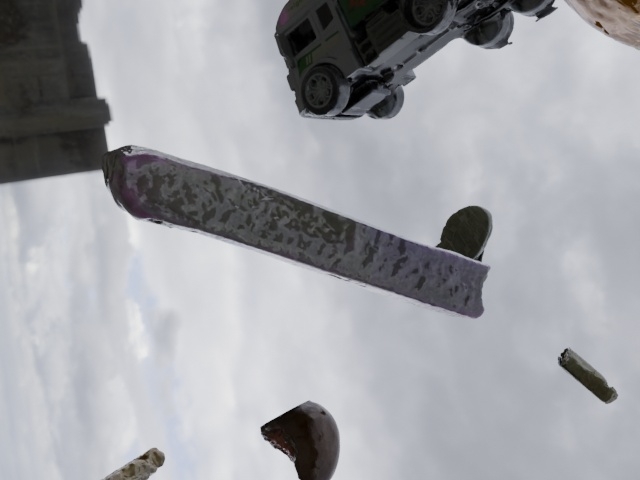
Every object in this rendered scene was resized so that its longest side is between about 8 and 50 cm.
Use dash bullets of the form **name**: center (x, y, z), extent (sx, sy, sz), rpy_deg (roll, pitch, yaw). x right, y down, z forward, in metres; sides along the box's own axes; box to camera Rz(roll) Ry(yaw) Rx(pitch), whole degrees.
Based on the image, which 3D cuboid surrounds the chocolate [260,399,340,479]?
- **chocolate**: center (-0.026, 0.338, 1.222), extent (0.127, 0.124, 0.133), rpy_deg (-30, -99, 17)

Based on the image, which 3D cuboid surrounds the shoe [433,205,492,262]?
- **shoe**: center (0.307, 0.015, 1.562), extent (0.099, 0.126, 0.227), rpy_deg (62, -41, 26)

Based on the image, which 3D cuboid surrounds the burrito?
- **burrito**: center (0.512, 0.259, 1.453), extent (0.041, 0.055, 0.149), rpy_deg (-57, -134, 14)

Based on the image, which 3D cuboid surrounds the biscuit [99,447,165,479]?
- **biscuit**: center (-0.274, 0.307, 0.862), extent (0.033, 0.145, 0.224), rpy_deg (59, 10, 7)

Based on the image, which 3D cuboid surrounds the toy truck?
- **toy truck**: center (0.109, -0.279, 0.854), extent (0.363, 0.177, 0.177), rpy_deg (-35, -107, 35)

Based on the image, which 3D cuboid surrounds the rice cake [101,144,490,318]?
- **rice cake**: center (-0.001, 0.000, 0.677), extent (0.070, 0.399, 0.064), rpy_deg (18, -90, 65)

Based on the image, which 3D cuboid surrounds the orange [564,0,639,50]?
- **orange**: center (0.340, -0.308, 0.599), extent (0.293, 0.340, 0.340), rpy_deg (34, -31, -11)
